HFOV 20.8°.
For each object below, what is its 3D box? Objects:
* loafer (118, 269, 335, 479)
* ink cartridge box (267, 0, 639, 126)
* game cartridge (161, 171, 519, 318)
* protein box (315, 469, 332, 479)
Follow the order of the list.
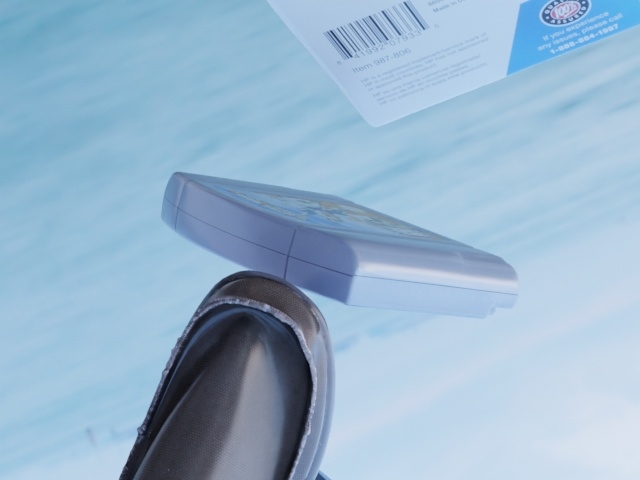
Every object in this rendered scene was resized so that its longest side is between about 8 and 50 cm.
[{"bbox_3d":[-0.085,0.202,1.270,0.134,0.366,0.130,17,-176,7],"label":"loafer"},{"bbox_3d":[0.073,-0.308,1.474,0.285,0.166,0.395,-20,140,21],"label":"ink cartridge box"},{"bbox_3d":[0.000,0.000,1.456,0.198,0.062,0.297,12,-174,-37],"label":"game cartridge"},{"bbox_3d":[0.033,0.306,1.433,0.136,0.201,0.200,-49,-166,-5],"label":"protein box"}]
